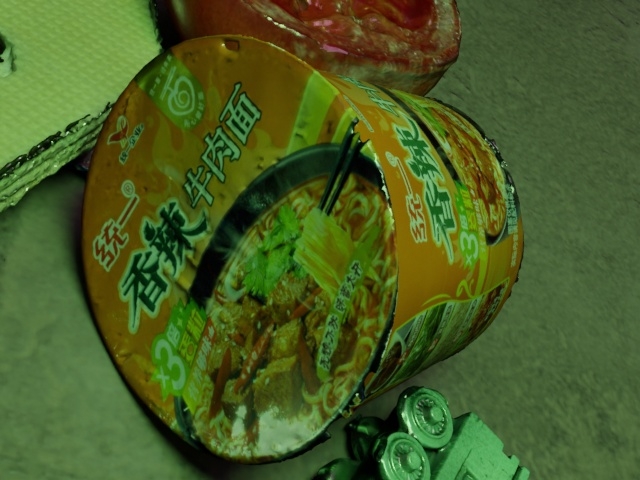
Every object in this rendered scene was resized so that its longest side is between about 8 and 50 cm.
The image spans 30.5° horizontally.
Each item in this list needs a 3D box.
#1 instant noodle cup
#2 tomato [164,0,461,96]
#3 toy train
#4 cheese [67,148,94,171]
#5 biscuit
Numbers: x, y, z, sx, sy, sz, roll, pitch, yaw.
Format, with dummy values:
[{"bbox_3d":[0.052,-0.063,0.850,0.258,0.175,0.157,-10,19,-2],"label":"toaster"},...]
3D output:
[{"bbox_3d":[0.000,0.000,0.692,0.182,0.230,0.230,-6,59,-52],"label":"instant noodle cup"},{"bbox_3d":[-0.019,-0.149,0.848,0.233,0.140,0.200,0,46,-34],"label":"tomato"},{"bbox_3d":[0.053,0.162,0.694,0.111,0.071,0.170,46,42,-6],"label":"toy train"},{"bbox_3d":[-0.112,-0.052,0.773,0.145,0.038,0.095,16,46,-16],"label":"cheese"},{"bbox_3d":[-0.190,-0.109,0.739,0.147,0.046,0.250,32,41,11],"label":"biscuit"}]
